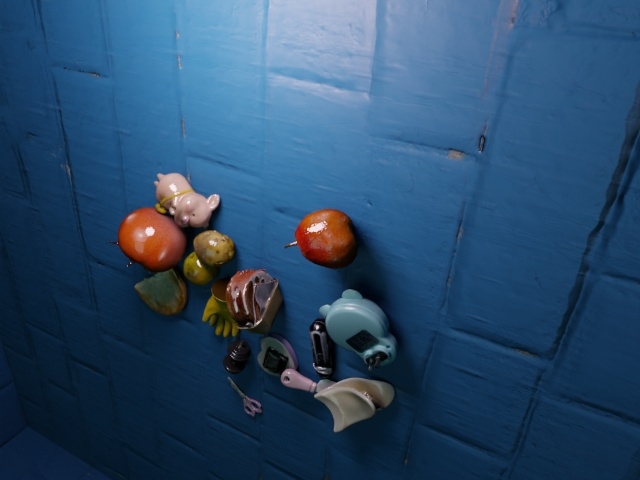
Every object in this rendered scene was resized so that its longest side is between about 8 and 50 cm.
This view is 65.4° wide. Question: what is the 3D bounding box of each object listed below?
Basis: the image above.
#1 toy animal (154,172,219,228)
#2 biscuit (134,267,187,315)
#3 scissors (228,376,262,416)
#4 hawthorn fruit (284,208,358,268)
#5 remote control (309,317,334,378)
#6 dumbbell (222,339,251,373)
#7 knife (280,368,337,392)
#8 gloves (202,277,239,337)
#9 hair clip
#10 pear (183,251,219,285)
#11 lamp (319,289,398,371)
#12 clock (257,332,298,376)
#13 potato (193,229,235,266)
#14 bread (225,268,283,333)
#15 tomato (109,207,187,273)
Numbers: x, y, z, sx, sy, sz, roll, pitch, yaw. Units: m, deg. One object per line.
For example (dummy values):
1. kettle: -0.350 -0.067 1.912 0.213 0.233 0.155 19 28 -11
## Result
1. toy animal: -0.503 -0.143 1.802 0.248 0.149 0.165 39 141 -1
2. biscuit: -0.669 0.228 2.154 0.309 0.040 0.205 -23 101 37
3. scissors: -0.346 0.693 2.219 0.212 0.021 0.110 50 126 -2
4. hawthorn fruit: 0.000 0.000 1.531 0.225 0.196 0.197 -7 113 2
5. remote control: 0.003 0.411 1.838 0.090 0.066 0.266 12 119 30
6. dumbbell: -0.345 0.481 2.059 0.099 0.099 0.208 32 126 12
7. knife: 0.010 0.564 1.917 0.335 0.043 0.081 16 106 6
8. gloves: -0.384 0.291 1.991 0.133 0.116 0.294 34 134 20
9. hair clip: 0.136 0.591 1.834 0.282 0.113 0.172 -27 94 40
10. pear: -0.474 0.115 1.944 0.141 0.104 0.141 14 124 22
11. lamp: 0.139 0.297 1.647 0.209 0.147 0.284 -40 83 40
12. clock: -0.172 0.473 1.976 0.172 0.064 0.198 29 126 16
13. potato: -0.399 0.029 1.841 0.176 0.137 0.137 2 115 32
14. bread: -0.241 0.210 1.777 0.142 0.224 0.212 -10 132 34
15. tomato: -0.630 -0.002 1.880 0.256 0.256 0.224 38 96 8
